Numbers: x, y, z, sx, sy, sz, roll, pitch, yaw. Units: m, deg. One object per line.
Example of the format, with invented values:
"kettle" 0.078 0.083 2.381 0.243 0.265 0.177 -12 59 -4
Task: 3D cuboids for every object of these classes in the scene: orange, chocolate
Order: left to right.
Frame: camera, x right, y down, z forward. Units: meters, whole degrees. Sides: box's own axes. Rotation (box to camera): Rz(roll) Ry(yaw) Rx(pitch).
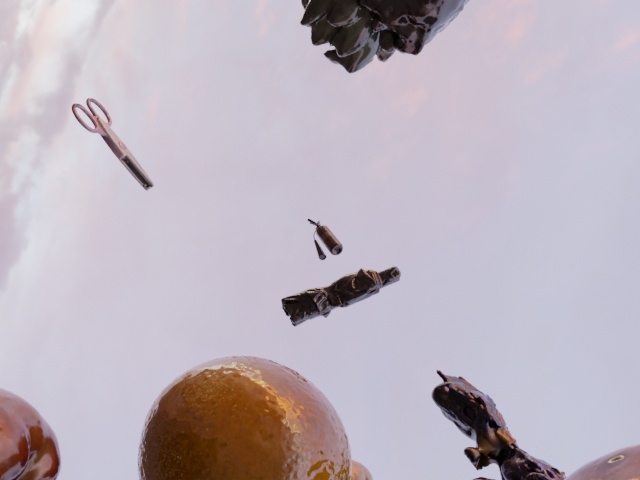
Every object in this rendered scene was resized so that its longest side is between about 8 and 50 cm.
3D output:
"orange" -0.082 0.233 0.690 0.236 0.236 0.236 -27 -132 35
"chocolate" 0.283 0.327 1.049 0.343 0.149 0.126 57 -47 46

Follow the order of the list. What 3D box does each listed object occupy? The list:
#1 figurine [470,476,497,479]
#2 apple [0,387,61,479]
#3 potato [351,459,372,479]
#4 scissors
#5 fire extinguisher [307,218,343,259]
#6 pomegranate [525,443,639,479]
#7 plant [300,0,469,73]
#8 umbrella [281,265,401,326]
"figurine" 0.260 0.438 0.869 0.175 0.115 0.240 -34 -134 6
"apple" -0.339 0.219 0.525 0.234 0.234 0.233 -27 -132 35
"potato" 0.031 0.470 1.209 0.147 0.112 0.112 -21 -139 -8
"scissors" -0.334 -0.155 1.052 0.022 0.176 0.085 -32 -166 20
"fire extinguisher" 0.005 0.002 1.118 0.100 0.032 0.046 -129 -136 -53
"pomegranate" 0.305 0.341 0.596 0.338 0.338 0.338 -27 -132 35
"plant" 0.073 -0.236 0.553 0.194 0.129 0.132 -36 -173 40
"umbrella" 0.043 0.096 1.217 0.236 0.059 0.066 -21 -120 -12
